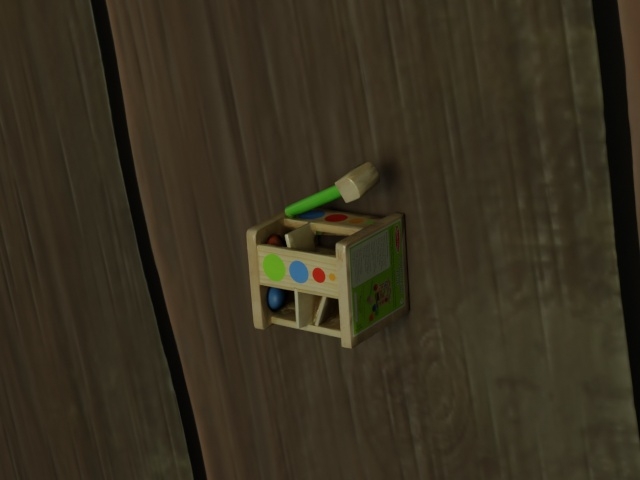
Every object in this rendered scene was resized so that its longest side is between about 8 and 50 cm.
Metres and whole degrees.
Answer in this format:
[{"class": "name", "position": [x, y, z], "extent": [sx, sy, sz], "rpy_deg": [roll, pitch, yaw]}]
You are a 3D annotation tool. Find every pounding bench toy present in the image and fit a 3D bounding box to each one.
[{"class": "pounding bench toy", "position": [0.000, 0.000, 0.769], "extent": [0.065, 0.052, 0.083], "rpy_deg": [10, 114, 34]}]
